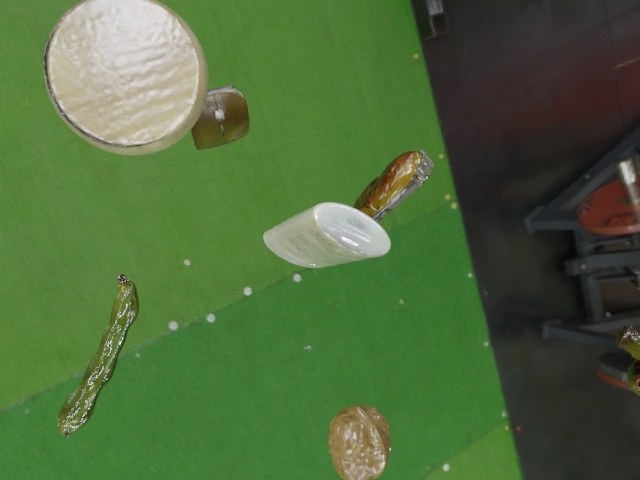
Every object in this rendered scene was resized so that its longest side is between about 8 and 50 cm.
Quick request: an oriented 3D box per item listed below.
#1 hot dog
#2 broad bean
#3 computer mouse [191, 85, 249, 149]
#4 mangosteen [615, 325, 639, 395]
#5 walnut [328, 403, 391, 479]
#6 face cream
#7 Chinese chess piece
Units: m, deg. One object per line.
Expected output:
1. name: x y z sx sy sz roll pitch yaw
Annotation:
1. hot dog: 0.144 -0.108 1.261 0.082 0.270 0.162 44 33 -2
2. broad bean: -0.339 0.178 0.877 0.052 0.052 0.256 23 73 -18
3. computer mouse: -0.217 -0.248 1.203 0.125 0.245 0.056 -19 80 -12
4. mangosteen: 0.768 0.269 1.090 0.293 0.297 0.297 41 74 -2
5. walnut: 0.049 0.251 0.703 0.078 0.082 0.096 -13 102 -44
6. face cream: 0.000 0.000 1.201 0.173 0.348 0.081 26 75 -16
7. Chinese chess piece: -0.304 -0.261 0.895 0.249 0.103 0.250 -1 98 -8
